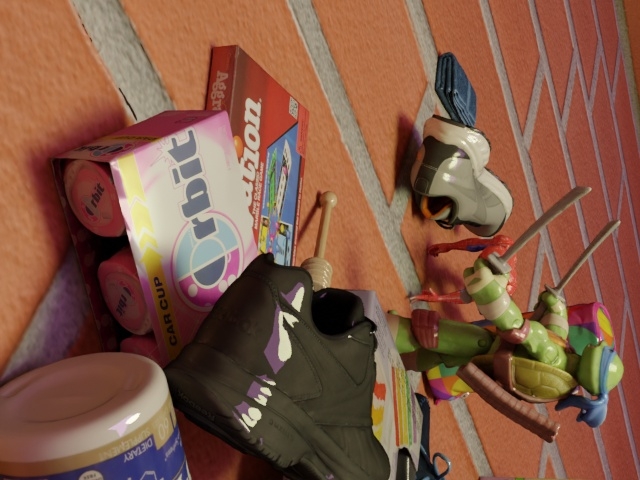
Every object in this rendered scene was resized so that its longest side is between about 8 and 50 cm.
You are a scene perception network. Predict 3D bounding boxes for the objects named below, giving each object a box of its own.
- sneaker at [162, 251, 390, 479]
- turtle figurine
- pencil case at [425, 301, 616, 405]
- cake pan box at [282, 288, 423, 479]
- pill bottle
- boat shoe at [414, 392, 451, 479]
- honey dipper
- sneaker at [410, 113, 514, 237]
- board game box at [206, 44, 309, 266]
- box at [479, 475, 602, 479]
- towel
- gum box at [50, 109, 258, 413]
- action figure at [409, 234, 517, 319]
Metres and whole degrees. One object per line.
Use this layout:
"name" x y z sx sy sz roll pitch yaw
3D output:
"sneaker" 0.000 0.105 0.767 0.130 0.109 0.286 -60 153 -13
"turtle figurine" 0.186 0.063 1.176 0.198 0.266 0.274 -35 120 -63
"pencil case" 0.241 0.138 1.353 0.104 0.236 0.104 36 48 -54
"cake pan box" 0.036 0.215 1.026 0.267 0.070 0.245 68 27 -50
"pill bottle" -0.126 0.171 0.648 0.112 0.112 0.186 -46 129 -59
"boat shoe" 0.103 0.289 1.185 0.109 0.089 0.258 49 44 -55
"honey dipper" 0.000 0.000 1.030 0.160 0.031 0.030 -81 157 -53
"sneaker" 0.168 -0.059 1.389 0.108 0.100 0.271 -61 152 -9
"board game box" -0.060 -0.005 0.922 0.145 0.027 0.281 34 57 -60
"box" 0.311 0.420 1.455 0.213 0.243 0.117 -46 130 -60
"towel" 0.189 -0.202 1.508 0.119 0.029 0.067 44 48 -57
"gum box" -0.101 0.016 0.751 0.107 0.062 0.188 -32 118 -45
"action figure" 0.178 0.056 1.405 0.280 0.139 0.091 87 5 -72
